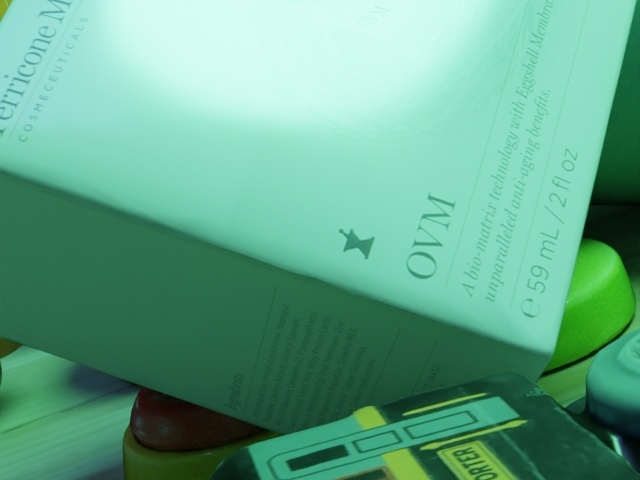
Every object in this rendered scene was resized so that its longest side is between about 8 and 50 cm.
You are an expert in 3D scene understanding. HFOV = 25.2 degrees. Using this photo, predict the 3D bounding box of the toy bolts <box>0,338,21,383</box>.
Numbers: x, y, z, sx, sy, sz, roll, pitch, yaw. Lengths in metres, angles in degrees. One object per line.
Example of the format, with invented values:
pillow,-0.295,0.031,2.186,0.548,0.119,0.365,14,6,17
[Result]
toy bolts,-0.228,0.000,0.912,0.218,0.158,0.228,19,27,31

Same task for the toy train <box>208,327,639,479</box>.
toy train,0.079,0.110,0.295,0.190,0.142,0.334,-15,13,-7

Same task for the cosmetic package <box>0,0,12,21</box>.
cosmetic package,-0.423,-0.072,1.257,0.161,0.230,0.453,-4,21,35

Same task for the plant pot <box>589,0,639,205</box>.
plant pot,0.199,-0.152,0.832,0.235,0.293,0.293,8,12,-12

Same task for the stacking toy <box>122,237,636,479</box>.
stacking toy,0.000,0.000,0.777,0.279,0.130,0.309,-19,17,-9

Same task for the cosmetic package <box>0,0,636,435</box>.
cosmetic package,-0.006,-0.051,0.582,0.224,0.138,0.224,18,58,2
